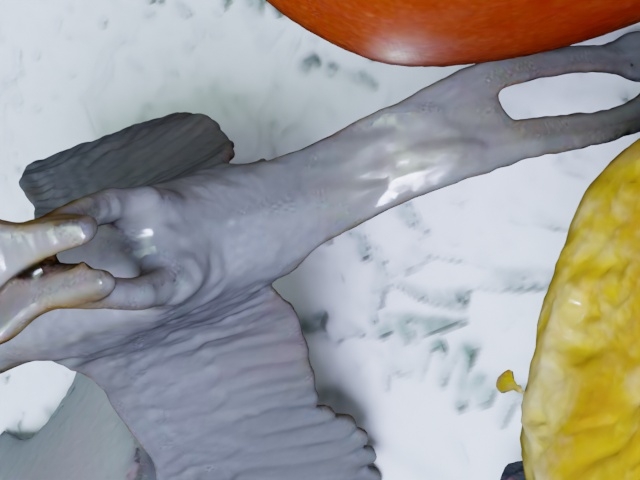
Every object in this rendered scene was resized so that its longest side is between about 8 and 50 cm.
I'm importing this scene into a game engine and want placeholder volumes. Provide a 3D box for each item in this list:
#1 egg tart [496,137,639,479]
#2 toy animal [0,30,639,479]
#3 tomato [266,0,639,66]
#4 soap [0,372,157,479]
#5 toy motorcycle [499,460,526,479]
[{"bbox_3d":[0.169,0.047,0.666,0.319,0.128,0.319,-30,49,43],"label":"egg tart"},{"bbox_3d":[-0.014,0.003,0.770,0.284,0.302,0.225,-30,78,30],"label":"toy animal"},{"bbox_3d":[0.075,-0.233,0.718,0.341,0.273,0.341,-1,70,3],"label":"tomato"},{"bbox_3d":[-0.119,0.204,0.849,0.159,0.258,0.302,-41,77,24],"label":"soap"},{"bbox_3d":[0.115,0.244,0.769,0.173,0.108,0.307,-61,35,27],"label":"toy motorcycle"}]
